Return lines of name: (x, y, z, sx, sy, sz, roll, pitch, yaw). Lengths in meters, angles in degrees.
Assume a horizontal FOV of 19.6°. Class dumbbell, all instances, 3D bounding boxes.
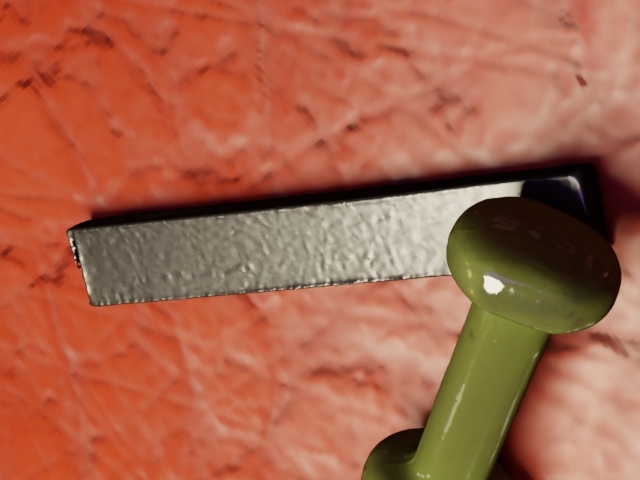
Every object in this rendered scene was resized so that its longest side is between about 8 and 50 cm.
dumbbell: (0.049, 0.043, 0.558, 0.052, 0.046, 0.118, 24, 126, 7)

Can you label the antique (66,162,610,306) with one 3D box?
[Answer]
antique: (0.000, 0.000, 0.601, 0.192, 0.015, 0.031, -5, 105, 31)
